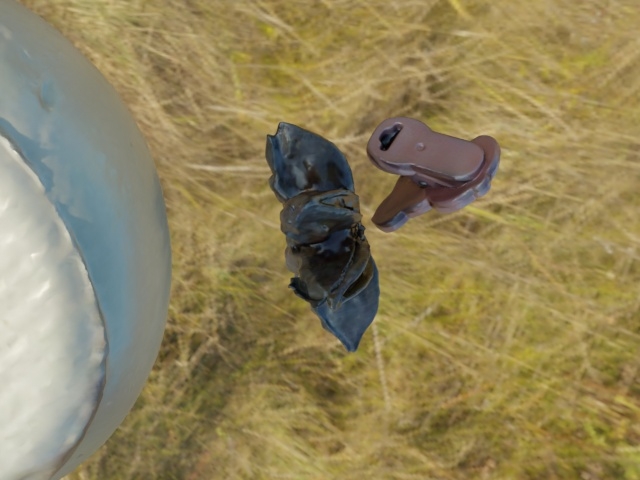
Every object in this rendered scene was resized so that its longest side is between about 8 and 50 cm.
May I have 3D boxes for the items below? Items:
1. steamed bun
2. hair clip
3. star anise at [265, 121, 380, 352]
[{"bbox_3d":[-0.270,-0.005,0.707,0.375,0.241,0.374,5,117,9],"label":"steamed bun"},{"bbox_3d":[0.121,-0.064,1.147,0.123,0.138,0.102,-63,152,-23],"label":"hair clip"},{"bbox_3d":[0.000,0.000,1.091,0.093,0.236,0.229,-16,88,-5],"label":"star anise"}]
